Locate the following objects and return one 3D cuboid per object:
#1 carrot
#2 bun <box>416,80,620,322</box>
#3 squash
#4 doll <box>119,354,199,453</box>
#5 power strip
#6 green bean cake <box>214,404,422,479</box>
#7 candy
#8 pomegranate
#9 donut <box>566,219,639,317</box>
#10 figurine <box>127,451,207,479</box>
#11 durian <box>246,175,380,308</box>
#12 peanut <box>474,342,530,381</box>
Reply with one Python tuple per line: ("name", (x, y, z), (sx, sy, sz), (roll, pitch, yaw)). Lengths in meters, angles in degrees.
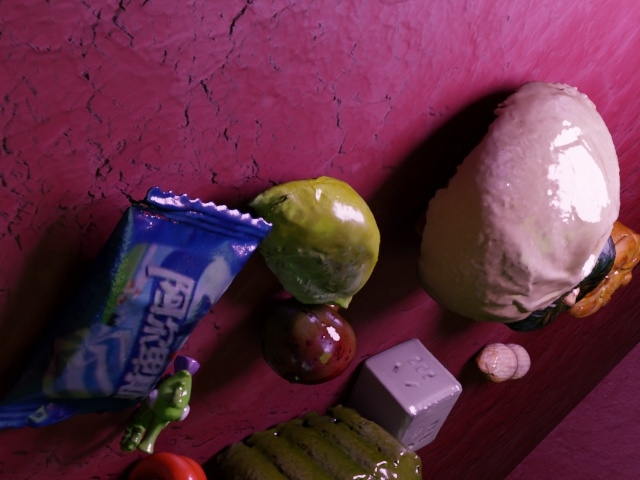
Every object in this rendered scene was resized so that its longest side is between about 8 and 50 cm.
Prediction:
("carrot", (0.198, -0.083, 1.152), (0.037, 0.037, 0.190), (13, 114, -56))
("bun", (0.304, -0.033, 1.124), (0.364, 0.202, 0.364), (-44, 155, -27))
("squash", (0.398, 0.049, 1.420), (0.252, 0.165, 0.252), (-30, 149, -20))
("doll", (-0.198, 0.207, 0.966), (0.190, 0.050, 0.115), (-41, -164, 54))
("power strip", (0.135, 0.314, 1.458), (0.140, 0.139, 0.224), (-19, 141, -38))
("green bean cake", (-0.012, 0.473, 1.314), (0.335, 0.218, 0.319), (-11, 116, -33))
("candy", (-0.196, 0.081, 0.836), (0.187, 0.077, 0.331), (12, 122, -53))
("pomegranate", (-0.004, 0.124, 1.078), (0.159, 0.129, 0.129), (-36, 150, -30))
("donut", (0.594, 0.057, 1.720), (0.227, 0.114, 0.226), (-30, 147, -22))
("figurine", (-0.275, 0.413, 1.077), (0.257, 0.181, 0.208), (-17, 101, -41))
("durian", (0.000, 0.000, 0.943), (0.139, 0.101, 0.250), (-37, 149, -12))
("peanut", (0.413, 0.274, 1.798), (0.087, 0.087, 0.207), (-54, 149, 17))
